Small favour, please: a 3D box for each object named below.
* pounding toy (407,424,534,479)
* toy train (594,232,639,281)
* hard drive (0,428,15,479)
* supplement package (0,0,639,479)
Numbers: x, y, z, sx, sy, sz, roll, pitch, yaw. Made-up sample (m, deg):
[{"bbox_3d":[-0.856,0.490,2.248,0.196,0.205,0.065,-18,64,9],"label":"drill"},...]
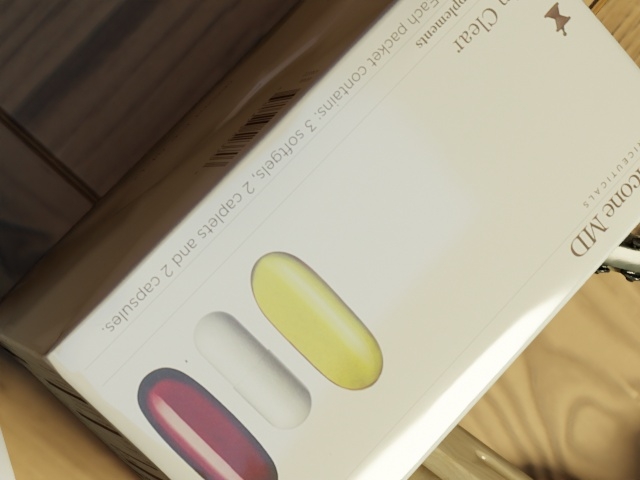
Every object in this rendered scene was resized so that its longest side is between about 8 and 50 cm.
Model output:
[{"bbox_3d":[0.060,0.145,0.807,0.141,0.100,0.130,36,100,12],"label":"pounding toy"},{"bbox_3d":[0.154,0.004,0.873,0.158,0.036,0.027,10,107,-20],"label":"toy train"},{"bbox_3d":[-0.323,0.104,0.714,0.353,0.047,0.233,-17,96,-16],"label":"hard drive"},{"bbox_3d":[0.000,0.000,0.734,0.262,0.204,0.145,-47,105,-12],"label":"supplement package"}]
